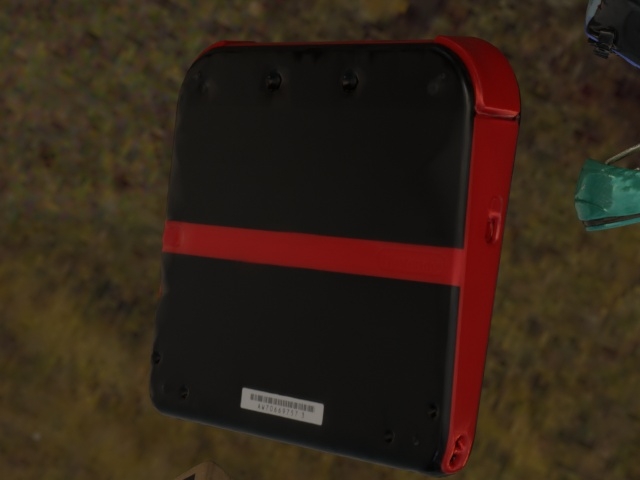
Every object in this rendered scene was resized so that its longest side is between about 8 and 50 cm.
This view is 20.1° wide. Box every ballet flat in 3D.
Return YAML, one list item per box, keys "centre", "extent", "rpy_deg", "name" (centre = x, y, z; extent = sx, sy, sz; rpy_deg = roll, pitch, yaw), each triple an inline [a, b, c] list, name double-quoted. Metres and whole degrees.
- centre: [0.365, -0.063, 1.727]
  extent: [0.247, 0.087, 0.083]
  rpy_deg: [-6, -176, 0]
  name: "ballet flat"

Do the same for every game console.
- centre: [0.000, 0.000, 1.503]
  extent: [0.060, 0.342, 0.386]
  rpy_deg: [5, -179, -42]
  name: "game console"

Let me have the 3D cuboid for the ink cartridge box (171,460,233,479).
- centre: [-0.027, 0.262, 0.933]
  extent: [0.235, 0.088, 0.193]
  rpy_deg: [51, -161, -22]
  name: "ink cartridge box"

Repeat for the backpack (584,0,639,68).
- centre: [0.236, -0.162, 1.197]
  extent: [0.105, 0.114, 0.084]
  rpy_deg: [27, 124, -7]
  name: "backpack"
